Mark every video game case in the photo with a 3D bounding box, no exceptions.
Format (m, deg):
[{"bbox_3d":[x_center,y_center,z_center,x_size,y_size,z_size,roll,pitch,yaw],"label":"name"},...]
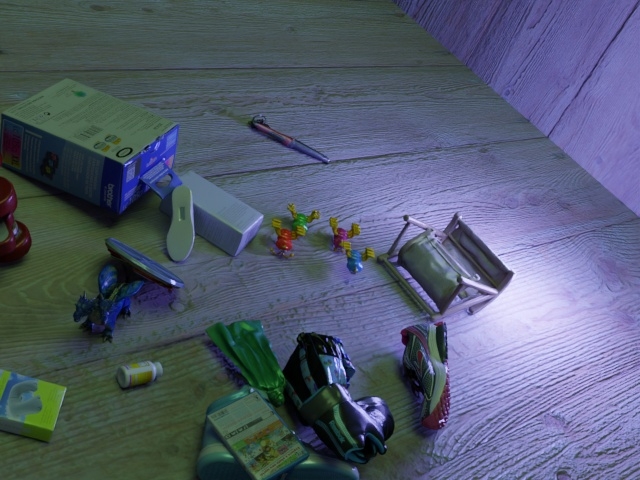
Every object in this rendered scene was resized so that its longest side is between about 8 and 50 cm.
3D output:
[{"bbox_3d":[-0.115,0.359,1.590,0.119,0.015,0.166,-21,54,-38],"label":"video game case"}]

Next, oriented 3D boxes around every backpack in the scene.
[{"bbox_3d":[0.000,0.298,1.809,0.117,0.158,0.173,10,32,-31],"label":"backpack"}]

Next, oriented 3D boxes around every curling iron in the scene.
[{"bbox_3d":[-0.093,-0.309,2.642,0.274,0.035,0.068,27,35,0],"label":"curling iron"}]

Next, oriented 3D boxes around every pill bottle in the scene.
[{"bbox_3d":[-0.357,0.263,1.717,0.083,0.043,0.043,-6,47,-39],"label":"pill bottle"}]

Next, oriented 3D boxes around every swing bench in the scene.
[{"bbox_3d":[0.342,0.067,2.346,0.255,0.165,0.253,-3,44,-44],"label":"swing bench"}]

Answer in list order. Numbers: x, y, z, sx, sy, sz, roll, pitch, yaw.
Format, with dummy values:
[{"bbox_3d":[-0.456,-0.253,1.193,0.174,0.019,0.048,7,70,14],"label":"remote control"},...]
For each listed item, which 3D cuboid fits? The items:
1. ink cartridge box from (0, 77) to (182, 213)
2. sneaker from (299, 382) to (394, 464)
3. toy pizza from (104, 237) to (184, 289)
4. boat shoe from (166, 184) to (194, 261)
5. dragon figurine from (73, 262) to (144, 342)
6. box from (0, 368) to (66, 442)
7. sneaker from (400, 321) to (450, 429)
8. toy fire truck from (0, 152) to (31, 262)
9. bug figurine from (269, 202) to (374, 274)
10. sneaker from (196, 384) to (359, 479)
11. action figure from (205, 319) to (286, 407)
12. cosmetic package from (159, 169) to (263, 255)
[{"bbox_3d":[-0.524,-0.222,2.085,0.396,0.151,0.270,21,34,11],"label":"ink cartridge box"},{"bbox_3d":[0.071,0.382,1.704,0.139,0.125,0.341,55,11,28],"label":"sneaker"},{"bbox_3d":[-0.389,0.058,1.901,0.201,0.032,0.201,32,-1,1],"label":"toy pizza"},{"bbox_3d":[-0.332,-0.038,2.070,0.066,0.063,0.184,-5,78,0],"label":"boat shoe"},{"bbox_3d":[-0.422,0.108,1.784,0.085,0.144,0.289,28,34,-1],"label":"dragon figurine"},{"bbox_3d":[-0.557,0.288,1.551,0.178,0.042,0.109,19,35,-14],"label":"box"},{"bbox_3d":[0.244,0.316,2.015,0.112,0.120,0.299,-3,37,7],"label":"sneaker"},{"bbox_3d":[-0.755,-0.057,1.787,0.254,0.169,0.302,-20,52,-18],"label":"toy fire truck"},{"bbox_3d":[0.000,0.000,2.274,0.279,0.072,0.216,18,29,-6],"label":"bug figurine"},{"bbox_3d":[-0.080,0.379,1.684,0.319,0.127,0.208,15,38,-19],"label":"sneaker"},{"bbox_3d":[-0.138,0.263,1.835,0.137,0.063,0.232,-11,42,-30],"label":"action figure"},{"bbox_3d":[-0.273,-0.070,2.171,0.231,0.085,0.117,31,35,9],"label":"cosmetic package"}]
